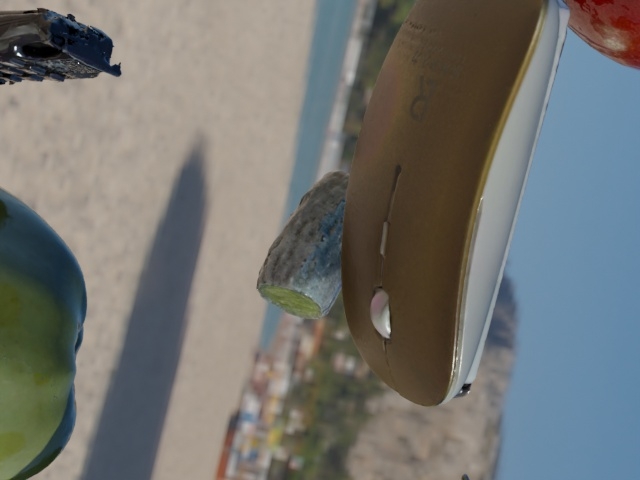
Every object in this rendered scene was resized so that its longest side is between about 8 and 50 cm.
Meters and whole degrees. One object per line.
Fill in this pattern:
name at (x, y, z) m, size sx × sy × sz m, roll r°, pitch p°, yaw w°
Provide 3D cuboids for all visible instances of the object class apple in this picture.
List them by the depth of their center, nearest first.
apple at (-0.403, 0.094, 1.766) m, size 0.357 × 0.357 × 0.357 m, roll -167°, pitch -90°, yaw -90°

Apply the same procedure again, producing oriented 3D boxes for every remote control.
remote control at (-0.401, -0.201, 1.826) m, size 0.144 × 0.399 × 0.062 m, roll 19°, pitch 75°, yaw -62°

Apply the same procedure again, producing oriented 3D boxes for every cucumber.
cucumber at (-0.001, 0.002, 1.335) m, size 0.112 × 0.064 × 0.064 m, roll -62°, pitch 175°, yaw -21°

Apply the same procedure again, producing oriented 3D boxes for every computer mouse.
computer mouse at (0.065, -0.032, 0.958) m, size 0.126 × 0.056 × 0.245 m, roll 32°, pitch -69°, yaw 57°

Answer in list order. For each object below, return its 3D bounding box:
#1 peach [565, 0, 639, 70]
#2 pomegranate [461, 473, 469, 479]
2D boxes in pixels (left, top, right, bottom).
peach at (0.271, -0.219, 1.323) m, size 0.199 × 0.243 × 0.243 m, roll -46°, pitch -178°, yaw 3°
pomegranate at (0.102, 0.297, 1.655) m, size 0.152 × 0.191 × 0.131 m, roll -131°, pitch -148°, yaw -49°
